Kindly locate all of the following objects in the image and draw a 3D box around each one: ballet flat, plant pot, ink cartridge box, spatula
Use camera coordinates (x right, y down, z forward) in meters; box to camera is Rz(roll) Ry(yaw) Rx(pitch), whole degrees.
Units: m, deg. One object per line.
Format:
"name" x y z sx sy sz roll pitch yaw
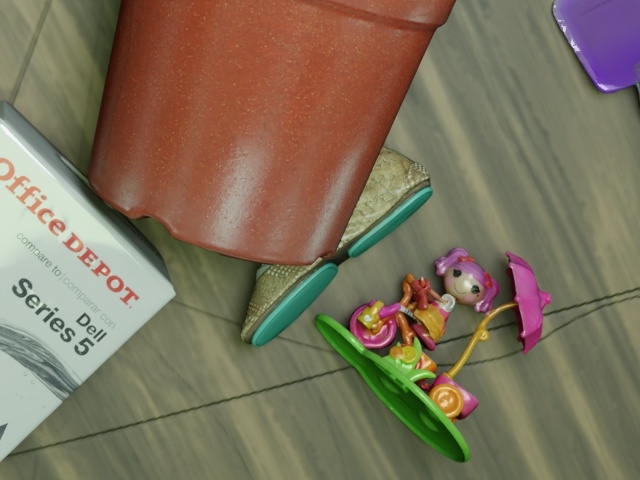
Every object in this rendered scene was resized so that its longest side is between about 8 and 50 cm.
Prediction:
"ballet flat" 0.000 0.000 1.331 0.206 0.073 0.067 -41 76 -3
"plant pot" -0.044 -0.139 1.204 0.272 0.272 0.265 16 104 -11
"ink cartridge box" -0.279 0.053 1.256 0.273 0.115 0.198 -44 109 0
"spatula" 0.292 -0.087 1.371 0.084 0.030 0.296 -28 103 -6

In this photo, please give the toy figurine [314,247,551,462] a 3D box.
"toy figurine" 0.110 0.069 1.346 0.173 0.130 0.159 42 77 11
